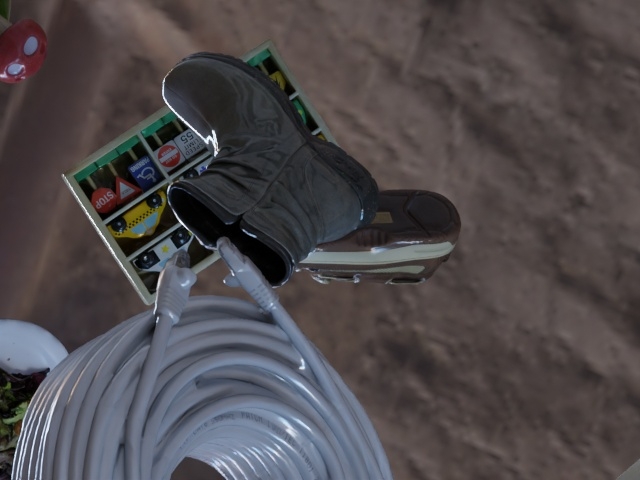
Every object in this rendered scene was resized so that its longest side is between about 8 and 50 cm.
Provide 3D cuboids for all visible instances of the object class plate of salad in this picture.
[{"bbox_3d":[-0.294,0.163,1.714,0.200,0.200,0.048,-3,-156,-41],"label":"plate of salad"}]

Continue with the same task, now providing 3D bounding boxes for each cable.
[{"bbox_3d":[-0.062,0.162,1.101,0.257,0.089,0.257,50,-133,-23],"label":"cable"}]

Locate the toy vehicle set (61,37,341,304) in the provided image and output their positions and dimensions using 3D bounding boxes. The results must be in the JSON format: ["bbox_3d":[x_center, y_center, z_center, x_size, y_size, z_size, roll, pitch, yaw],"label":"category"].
[{"bbox_3d":[-0.120,-0.074,2.084,0.166,0.267,0.035,56,169,-4],"label":"toy vehicle set"}]

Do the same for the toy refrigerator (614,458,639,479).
[{"bbox_3d":[0.256,0.294,1.733,0.269,0.102,0.094,-39,-134,-16],"label":"toy refrigerator"}]

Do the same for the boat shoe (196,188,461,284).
[{"bbox_3d":[0.001,0.006,1.851,0.257,0.095,0.095,5,-133,-13],"label":"boat shoe"}]

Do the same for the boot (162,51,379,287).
[{"bbox_3d":[-0.078,-0.068,1.699,0.246,0.083,0.161,38,-141,20],"label":"boot"}]

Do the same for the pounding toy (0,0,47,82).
[{"bbox_3d":[-0.287,-0.124,1.424,0.110,0.183,0.237,39,-146,17],"label":"pounding toy"}]
